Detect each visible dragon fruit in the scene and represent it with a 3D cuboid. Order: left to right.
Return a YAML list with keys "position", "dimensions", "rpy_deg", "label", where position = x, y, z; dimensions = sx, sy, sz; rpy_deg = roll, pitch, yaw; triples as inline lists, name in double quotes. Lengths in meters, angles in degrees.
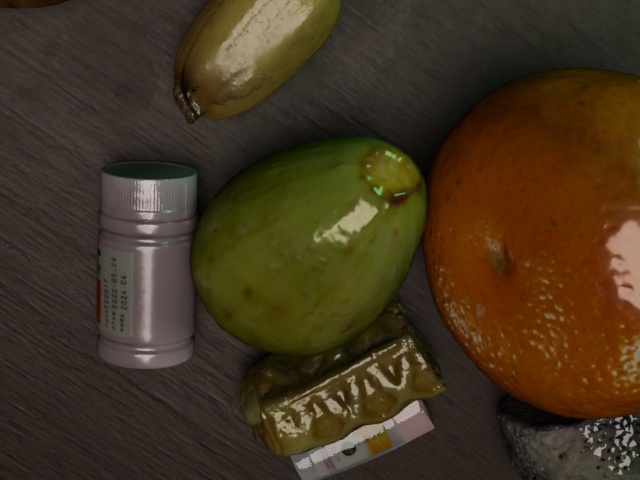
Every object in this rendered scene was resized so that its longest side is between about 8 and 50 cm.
- position: [0.402, 0.275, 1.631]
  dimensions: [0.282, 0.221, 0.204]
  rpy_deg: [-24, 98, 2]
  label: "dragon fruit"

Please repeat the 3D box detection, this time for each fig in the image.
- position: [0.000, 0.000, 1.502]
  dimensions: [0.258, 0.258, 0.326]
  rpy_deg: [47, 130, -12]
  label: "fig"

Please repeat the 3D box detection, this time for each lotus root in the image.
- position: [-0.071, -0.268, 1.516]
  dimensions: [0.146, 0.131, 0.303]
  rpy_deg: [40, 102, -10]
  label: "lotus root"

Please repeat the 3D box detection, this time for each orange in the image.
- position: [0.323, 0.000, 1.470]
  dimensions: [0.326, 0.424, 0.424]
  rpy_deg: [-14, 109, -39]
  label: "orange"

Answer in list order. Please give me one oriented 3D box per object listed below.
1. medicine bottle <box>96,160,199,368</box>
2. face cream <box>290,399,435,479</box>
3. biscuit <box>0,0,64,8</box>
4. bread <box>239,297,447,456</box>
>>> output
- position: [-0.223, 0.030, 1.586]
  dimensions: [0.133, 0.133, 0.250]
  rpy_deg: [3, 106, -3]
  label: "medicine bottle"
- position: [0.055, 0.268, 1.694]
  dimensions: [0.198, 0.057, 0.084]
  rpy_deg: [-27, 102, 5]
  label: "face cream"
- position: [-0.337, -0.425, 1.477]
  dimensions: [0.366, 0.115, 0.268]
  rpy_deg: [-28, 104, 6]
  label: "biscuit"
- position: [0.020, 0.187, 1.636]
  dimensions: [0.267, 0.130, 0.152]
  rpy_deg: [-26, 63, 5]
  label: "bread"
